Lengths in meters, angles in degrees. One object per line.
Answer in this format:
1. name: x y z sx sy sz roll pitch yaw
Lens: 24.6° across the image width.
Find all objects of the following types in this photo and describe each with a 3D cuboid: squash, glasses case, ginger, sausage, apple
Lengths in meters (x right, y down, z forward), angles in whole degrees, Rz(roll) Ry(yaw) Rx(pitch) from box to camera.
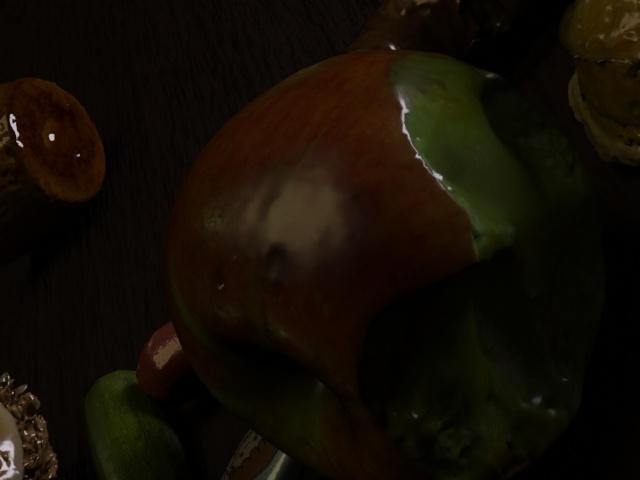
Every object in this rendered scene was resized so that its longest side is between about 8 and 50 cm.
1. squash: -0.137 0.165 1.111 0.069 0.069 0.239 -51 27 9
2. glasses case: -0.045 0.182 0.966 0.067 0.045 0.178 0 60 58
3. ginger: 0.119 -0.179 1.039 0.309 0.107 0.133 -46 14 10
4. sausage: -0.099 0.086 1.134 0.094 0.059 0.054 -36 57 -2
5. apple: 0.045 0.011 0.801 0.226 0.246 0.246 -50 22 -27

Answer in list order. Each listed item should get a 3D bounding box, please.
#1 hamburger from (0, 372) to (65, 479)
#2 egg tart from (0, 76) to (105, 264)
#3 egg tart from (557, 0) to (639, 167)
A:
1. hamburger: -0.309 0.246 1.186 0.286 0.146 0.243 -49 20 -7
2. egg tart: -0.333 -0.087 1.579 0.147 0.202 0.202 -26 39 30
3. egg tart: 0.211 -0.131 0.873 0.191 0.074 0.191 -36 34 29
